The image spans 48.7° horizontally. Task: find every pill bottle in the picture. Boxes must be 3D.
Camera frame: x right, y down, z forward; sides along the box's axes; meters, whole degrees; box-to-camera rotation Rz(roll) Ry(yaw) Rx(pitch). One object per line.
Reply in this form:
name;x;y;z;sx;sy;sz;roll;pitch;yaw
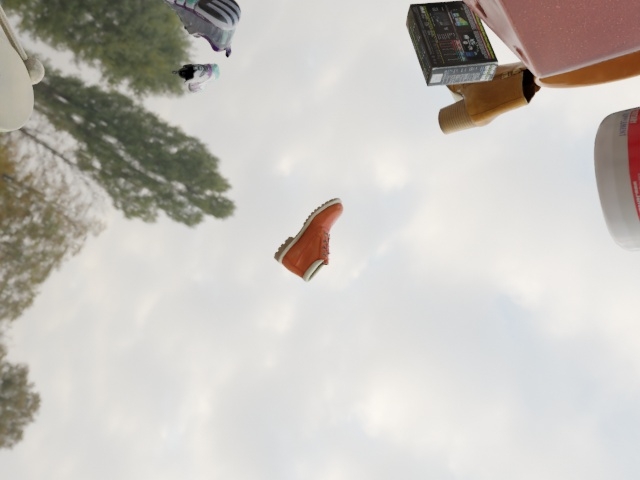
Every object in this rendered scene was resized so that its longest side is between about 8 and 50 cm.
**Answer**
pill bottle;0.632;-0.115;1.018;0.408;0.229;0.228;-9;-125;36

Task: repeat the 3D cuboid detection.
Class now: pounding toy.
pounding toy;-0.617;-0.293;1.277;0.110;0.183;0.236;-11;-135;18

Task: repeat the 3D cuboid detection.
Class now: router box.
router box;0.175;-0.267;0.951;0.038;0.092;0.122;97;-17;-61

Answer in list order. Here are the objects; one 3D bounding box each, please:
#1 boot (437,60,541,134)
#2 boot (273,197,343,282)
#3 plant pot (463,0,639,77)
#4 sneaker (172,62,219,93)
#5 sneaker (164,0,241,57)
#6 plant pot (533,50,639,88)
boot;0.372;-0.350;1.529;0.211;0.104;0.295;-17;-141;33
boot;0.000;0.000;1.246;0.085;0.059;0.158;41;-88;21
plant pot;0.198;-0.292;0.543;0.236;0.267;0.267;-35;-136;13
sneaker;-0.221;-0.277;1.195;0.098;0.069;0.038;-21;-104;53
sneaker;-0.233;-0.392;1.176;0.083;0.224;0.098;-41;163;-34
plant pot;0.535;-0.423;1.317;0.291;0.291;0.203;-12;-97;53
